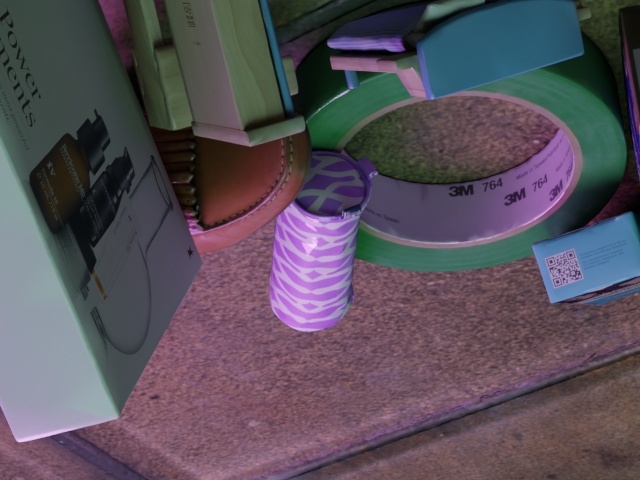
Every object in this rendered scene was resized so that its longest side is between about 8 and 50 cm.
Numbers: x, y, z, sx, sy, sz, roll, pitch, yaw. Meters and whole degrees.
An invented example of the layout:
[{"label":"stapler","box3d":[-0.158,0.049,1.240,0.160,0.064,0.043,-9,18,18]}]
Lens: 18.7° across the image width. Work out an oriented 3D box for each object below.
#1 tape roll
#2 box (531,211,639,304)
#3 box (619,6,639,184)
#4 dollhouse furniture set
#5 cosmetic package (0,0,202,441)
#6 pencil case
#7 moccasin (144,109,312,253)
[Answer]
[{"label":"tape roll","box3d":[0.122,-0.092,1.826,0.321,0.077,0.321,-1,145,-1]},{"label":"box","box3d":[0.286,0.020,1.901,0.100,0.060,0.244,-19,172,17]},{"label":"box","box3d":[0.305,-0.090,1.784,0.036,0.136,0.225,-9,143,9]},{"label":"dollhouse furniture set","box3d":[0.019,-0.216,1.561,0.303,0.198,0.286,-17,-167,-19]},{"label":"cosmetic package","box3d":[-0.226,-0.077,1.523,0.097,0.284,0.377,-15,110,15]},{"label":"pencil case","box3d":[0.000,0.000,1.817,0.088,0.086,0.206,-26,153,-24]},{"label":"moccasin","box3d":[-0.181,-0.060,1.761,0.380,0.139,0.147,-2,172,31]}]
